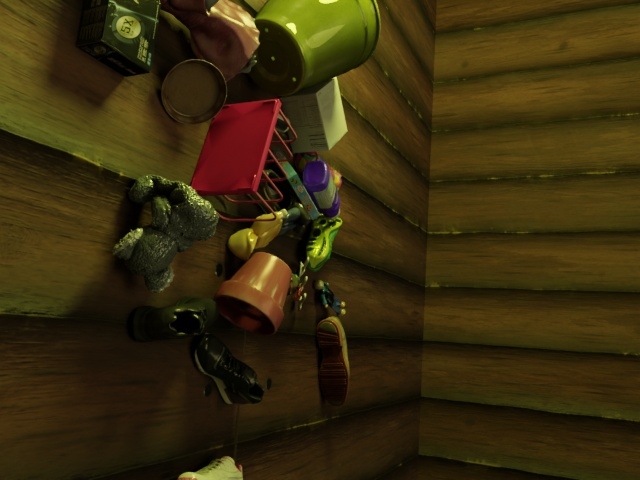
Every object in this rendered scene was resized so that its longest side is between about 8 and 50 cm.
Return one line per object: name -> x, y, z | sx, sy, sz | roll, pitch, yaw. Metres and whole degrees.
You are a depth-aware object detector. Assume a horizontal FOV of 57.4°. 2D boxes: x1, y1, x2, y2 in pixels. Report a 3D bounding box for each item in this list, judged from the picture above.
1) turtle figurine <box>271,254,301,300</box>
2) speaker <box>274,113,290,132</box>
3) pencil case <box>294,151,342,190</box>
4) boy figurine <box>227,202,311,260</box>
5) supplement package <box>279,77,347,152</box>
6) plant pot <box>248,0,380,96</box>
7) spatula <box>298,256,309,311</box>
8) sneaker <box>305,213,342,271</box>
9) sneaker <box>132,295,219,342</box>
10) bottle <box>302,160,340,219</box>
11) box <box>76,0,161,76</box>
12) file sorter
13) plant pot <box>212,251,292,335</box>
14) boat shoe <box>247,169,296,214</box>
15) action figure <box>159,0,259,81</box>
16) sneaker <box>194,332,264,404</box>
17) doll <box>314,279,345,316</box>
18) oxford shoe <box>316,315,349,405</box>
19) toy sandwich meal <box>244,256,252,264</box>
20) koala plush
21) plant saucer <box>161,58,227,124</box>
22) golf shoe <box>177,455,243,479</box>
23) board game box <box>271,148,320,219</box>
turtle figurine -> -0.137, 0.133, 1.861 | 0.234, 0.118, 0.175 | -5, 95, -59
speaker -> -0.153, -0.391, 1.891 | 0.136, 0.055, 0.055 | 10, 81, -64
pencil case -> -0.004, -0.251, 2.151 | 0.236, 0.104, 0.104 | 35, 59, -60
boy figurine -> -0.156, -0.030, 1.771 | 0.092, 0.177, 0.285 | 49, 44, 10
supplement package -> -0.021, -0.441, 2.055 | 0.194, 0.149, 0.203 | -53, 136, -52
plant pot -> -0.056, -0.629, 1.810 | 0.353, 0.366, 0.366 | -49, 134, -39
spatula -> -0.062, 0.143, 1.972 | 0.242, 0.019, 0.168 | 114, -18, -74
sneaker -> 0.000, 0.000, 2.181 | 0.295, 0.109, 0.123 | -64, 171, -49
sneaker -> -0.325, 0.199, 1.440 | 0.286, 0.130, 0.109 | -11, 97, -65
bottle -> 0.011, -0.166, 2.072 | 0.283, 0.092, 0.118 | 64, 27, -60
box -> -0.436, -0.475, 1.276 | 0.147, 0.077, 0.180 | 26, 66, -61
file sorter -> -0.199, -0.213, 1.626 | 0.182, 0.202, 0.290 | 51, 45, -54
plant pot -> -0.175, 0.141, 1.646 | 0.180, 0.201, 0.201 | -62, 143, -31
boat shoe -> -0.136, -0.135, 1.874 | 0.335, 0.095, 0.112 | 39, 55, -58
action figure -> -0.325, -0.580, 1.467 | 0.275, 0.248, 0.370 | -50, 141, 14
sneaker -> -0.239, 0.354, 1.620 | 0.283, 0.124, 0.107 | 65, 34, -40
doll -> 0.030, 0.213, 2.256 | 0.189, 0.046, 0.129 | 48, 28, -38
oxford shoe -> 0.067, 0.463, 2.266 | 0.130, 0.123, 0.348 | -20, 109, -69
toy sandwich meal -> -0.196, 0.056, 1.769 | 0.085, 0.086, 0.029 | -39, 117, -58
koala plush -> -0.362, -0.009, 1.324 | 0.221, 0.203, 0.196 | -57, 140, -31
plant saucer -> -0.321, -0.377, 1.476 | 0.168, 0.029, 0.168 | -17, 129, -22
golf shoe -> -0.291, 0.636, 1.551 | 0.306, 0.115, 0.140 | 62, 26, -54
board game box -> -0.083, -0.186, 1.948 | 0.160, 0.039, 0.211 | 56, -3, 43
